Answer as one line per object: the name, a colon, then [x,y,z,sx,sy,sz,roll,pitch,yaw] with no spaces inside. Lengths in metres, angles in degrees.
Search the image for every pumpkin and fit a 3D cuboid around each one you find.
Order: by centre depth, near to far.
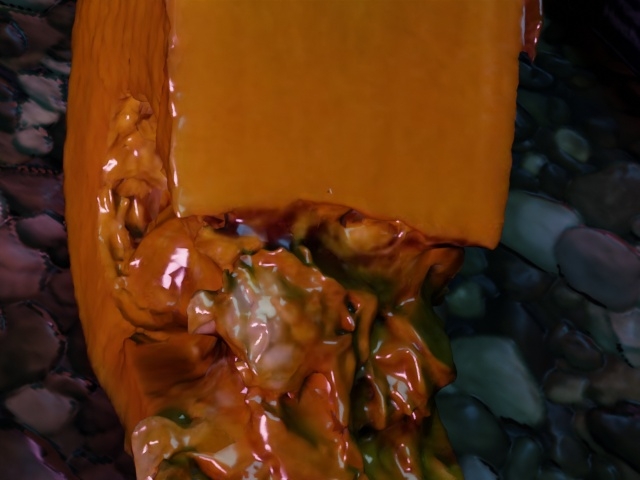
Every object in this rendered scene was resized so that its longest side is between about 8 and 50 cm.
pumpkin: [0.001,0.000,0.528,0.139,0.190,0.280,2,37,-24]

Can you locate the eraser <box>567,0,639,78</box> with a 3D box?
eraser: [0.218,-0.125,0.769,0.155,0.101,0.332,-20,51,-25]
